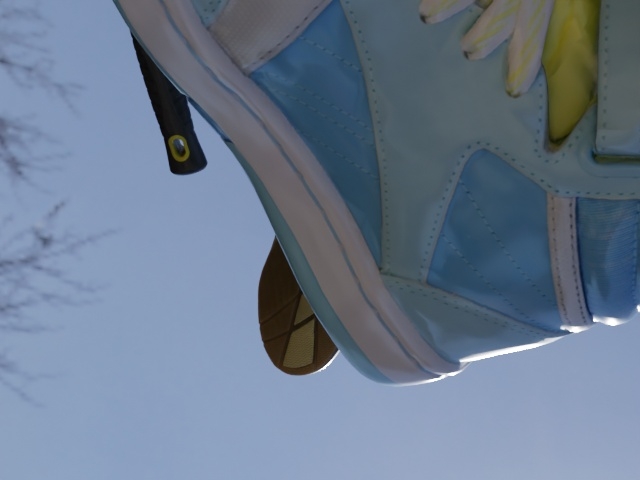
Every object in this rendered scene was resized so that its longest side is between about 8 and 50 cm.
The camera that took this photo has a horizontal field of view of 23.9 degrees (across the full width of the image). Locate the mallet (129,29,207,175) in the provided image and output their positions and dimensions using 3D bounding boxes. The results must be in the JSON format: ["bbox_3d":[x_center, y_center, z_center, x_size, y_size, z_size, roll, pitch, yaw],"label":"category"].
[{"bbox_3d":[-0.094,-0.117,0.680,0.039,0.062,0.190,-73,158,-64],"label":"mallet"}]

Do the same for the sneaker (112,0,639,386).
[{"bbox_3d":[0.057,-0.088,0.519,0.208,0.319,0.127,-11,-139,26],"label":"sneaker"}]

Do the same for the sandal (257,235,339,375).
[{"bbox_3d":[0.000,0.000,1.000,0.072,0.049,0.180,-9,-107,34],"label":"sandal"}]
